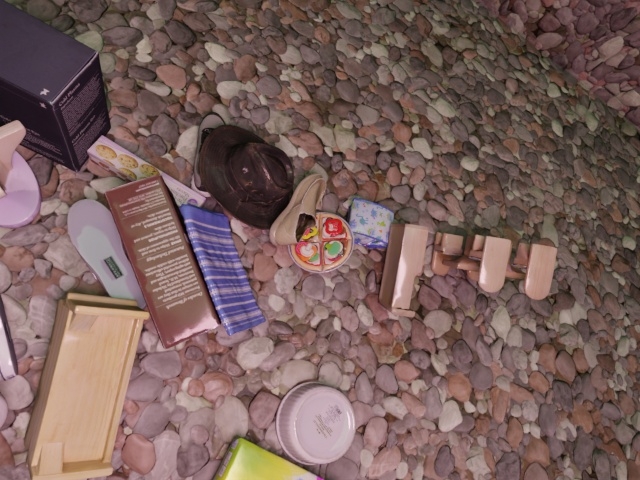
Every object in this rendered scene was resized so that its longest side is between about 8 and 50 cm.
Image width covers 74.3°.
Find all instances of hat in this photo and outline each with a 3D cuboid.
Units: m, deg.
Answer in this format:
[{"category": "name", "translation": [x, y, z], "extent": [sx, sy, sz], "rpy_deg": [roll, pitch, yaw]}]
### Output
[{"category": "hat", "translation": [-0.170, -0.197, 1.200], "extent": [0.331, 0.134, 0.331], "rpy_deg": [16, 66, -42]}]

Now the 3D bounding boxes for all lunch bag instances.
[{"category": "lunch bag", "translation": [0.160, -0.050, 1.352], "extent": [0.151, 0.096, 0.128], "rpy_deg": [11, 68, -6]}]

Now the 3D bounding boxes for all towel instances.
[{"category": "towel", "translation": [-0.243, 0.070, 1.088], "extent": [0.040, 0.243, 0.336], "rpy_deg": [-24, 81, 7]}]

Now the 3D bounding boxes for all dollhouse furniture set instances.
[{"category": "dollhouse furniture set", "translation": [0.399, 0.106, 1.259], "extent": [0.394, 0.362, 0.256], "rpy_deg": [10, 92, -6]}]

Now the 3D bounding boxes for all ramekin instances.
[{"category": "ramekin", "translation": [-0.006, 0.474, 1.098], "extent": [0.207, 0.109, 0.207], "rpy_deg": [7, 69, -18]}]

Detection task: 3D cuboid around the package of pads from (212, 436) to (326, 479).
[{"category": "package of pads", "translation": [-0.127, 0.638, 0.999], "extent": [0.297, 0.101, 0.229], "rpy_deg": [31, 62, -7]}]

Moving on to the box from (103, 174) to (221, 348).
[{"category": "box", "translation": [-0.370, 0.054, 1.026], "extent": [0.143, 0.191, 0.381], "rpy_deg": [-20, 87, -14]}]

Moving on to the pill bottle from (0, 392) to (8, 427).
[{"category": "pill bottle", "translation": [-0.775, 0.262, 0.799], "extent": [0.334, 0.188, 0.188], "rpy_deg": [37, 61, 19]}]

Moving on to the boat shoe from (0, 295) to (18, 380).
[{"category": "boat shoe", "translation": [-0.742, 0.188, 0.924], "extent": [0.084, 0.095, 0.258], "rpy_deg": [-16, 77, -29]}]

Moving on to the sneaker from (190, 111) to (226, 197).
[{"category": "sneaker", "translation": [-0.318, -0.264, 1.239], "extent": [0.100, 0.108, 0.271], "rpy_deg": [7, 68, -16]}]

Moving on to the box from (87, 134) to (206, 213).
[{"category": "box", "translation": [-0.476, -0.169, 1.168], "extent": [0.324, 0.063, 0.067], "rpy_deg": [32, 65, -8]}]

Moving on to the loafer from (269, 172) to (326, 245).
[{"category": "loafer", "translation": [-0.046, -0.084, 1.248], "extent": [0.092, 0.102, 0.268], "rpy_deg": [20, 65, 26]}]

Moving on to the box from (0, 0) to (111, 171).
[{"category": "box", "translation": [-0.720, -0.376, 1.009], "extent": [0.343, 0.312, 0.179], "rpy_deg": [27, 65, -11]}]

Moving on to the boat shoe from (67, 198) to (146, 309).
[{"category": "boat shoe", "translation": [-0.525, 0.046, 1.053], "extent": [0.113, 0.105, 0.306], "rpy_deg": [-35, 93, -31]}]

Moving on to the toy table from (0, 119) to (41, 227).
[{"category": "toy table", "translation": [-0.796, -0.172, 0.989], "extent": [0.274, 0.161, 0.252], "rpy_deg": [40, 66, -2]}]

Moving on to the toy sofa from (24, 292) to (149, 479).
[{"category": "toy sofa", "translation": [-0.507, 0.302, 0.914], "extent": [0.150, 0.177, 0.362], "rpy_deg": [15, 83, -39]}]

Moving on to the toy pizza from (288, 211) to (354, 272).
[{"category": "toy pizza", "translation": [0.000, 0.000, 1.263], "extent": [0.201, 0.032, 0.201], "rpy_deg": [-3, 64, 5]}]
